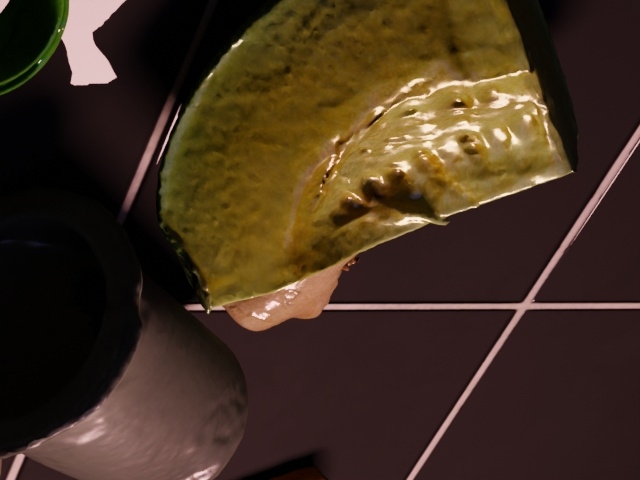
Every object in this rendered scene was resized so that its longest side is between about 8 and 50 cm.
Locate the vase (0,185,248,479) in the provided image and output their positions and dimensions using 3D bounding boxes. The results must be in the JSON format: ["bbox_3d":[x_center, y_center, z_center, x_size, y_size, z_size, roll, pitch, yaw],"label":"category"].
[{"bbox_3d":[-0.206,0.119,1.616,0.245,0.245,0.291,-29,149,8],"label":"vase"}]

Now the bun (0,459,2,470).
[{"bbox_3d":[-0.371,0.178,1.678,0.167,0.113,0.173,7,157,-27],"label":"bun"}]

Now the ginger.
[{"bbox_3d":[-0.004,0.000,1.688,0.213,0.074,0.137,-39,150,26],"label":"ginger"}]

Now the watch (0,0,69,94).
[{"bbox_3d":[-0.262,-0.161,1.339,0.152,0.131,0.165,-38,140,-10],"label":"watch"}]

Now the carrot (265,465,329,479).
[{"bbox_3d":[-0.087,0.303,2.027,0.205,0.072,0.072,-11,142,-6],"label":"carrot"}]

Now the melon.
[{"bbox_3d":[0.031,-0.086,1.495,0.344,0.226,0.331,-17,153,10],"label":"melon"}]
